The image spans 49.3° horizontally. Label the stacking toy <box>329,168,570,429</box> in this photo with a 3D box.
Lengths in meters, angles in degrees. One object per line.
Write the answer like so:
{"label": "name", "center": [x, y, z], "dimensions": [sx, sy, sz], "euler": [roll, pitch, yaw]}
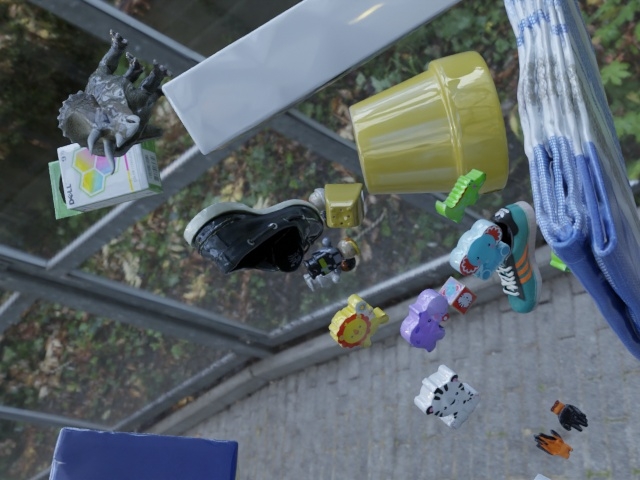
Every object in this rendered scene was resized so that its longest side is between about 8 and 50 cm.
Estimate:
{"label": "stacking toy", "center": [0.118, 0.038, 0.624], "dimensions": [0.221, 0.052, 0.167], "euler": [-53, 33, -1]}

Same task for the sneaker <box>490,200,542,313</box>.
{"label": "sneaker", "center": [0.487, 0.056, 1.793], "dimensions": [0.108, 0.121, 0.302], "euler": [18, 121, 59]}

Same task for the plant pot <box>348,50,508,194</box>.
{"label": "plant pot", "center": [0.183, -0.186, 1.247], "dimensions": [0.239, 0.254, 0.254], "euler": [-14, 53, 4]}

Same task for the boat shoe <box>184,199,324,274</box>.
{"label": "boat shoe", "center": [-0.078, 0.005, 1.173], "dimensions": [0.127, 0.340, 0.113], "euler": [-47, 69, 18]}

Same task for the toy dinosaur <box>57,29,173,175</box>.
{"label": "toy dinosaur", "center": [-0.279, -0.174, 0.944], "dimensions": [0.160, 0.121, 0.313], "euler": [-55, 11, -9]}

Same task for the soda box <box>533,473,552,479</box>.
{"label": "soda box", "center": [0.188, 0.337, 0.673], "dimensions": [0.074, 0.069, 0.216], "euler": [22, 50, 41]}

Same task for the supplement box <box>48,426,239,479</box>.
{"label": "supplement box", "center": [-0.202, 0.375, 0.838], "dimensions": [0.356, 0.195, 0.194], "euler": [99, 176, -58]}

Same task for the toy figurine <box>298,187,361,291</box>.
{"label": "toy figurine", "center": [0.000, 0.000, 1.682], "dimensions": [0.148, 0.213, 0.209], "euler": [-30, 72, -10]}

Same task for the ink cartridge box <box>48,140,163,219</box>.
{"label": "ink cartridge box", "center": [-0.383, -0.113, 1.192], "dimensions": [0.209, 0.062, 0.109], "euler": [-13, 84, 11]}

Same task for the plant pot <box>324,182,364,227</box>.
{"label": "plant pot", "center": [0.048, -0.065, 1.443], "dimensions": [0.083, 0.082, 0.081], "euler": [-77, -16, -63]}

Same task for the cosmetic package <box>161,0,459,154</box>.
{"label": "cosmetic package", "center": [-0.010, -0.245, 0.904], "dimensions": [0.377, 0.097, 0.284], "euler": [-32, 12, -2]}

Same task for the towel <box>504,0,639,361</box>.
{"label": "towel", "center": [0.160, -0.077, 0.436], "dimensions": [0.034, 0.209, 0.285], "euler": [-18, 57, 28]}

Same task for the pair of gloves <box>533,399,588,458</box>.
{"label": "pair of gloves", "center": [0.366, 0.288, 1.060], "dimensions": [0.083, 0.074, 0.010], "euler": [-60, 19, 2]}
